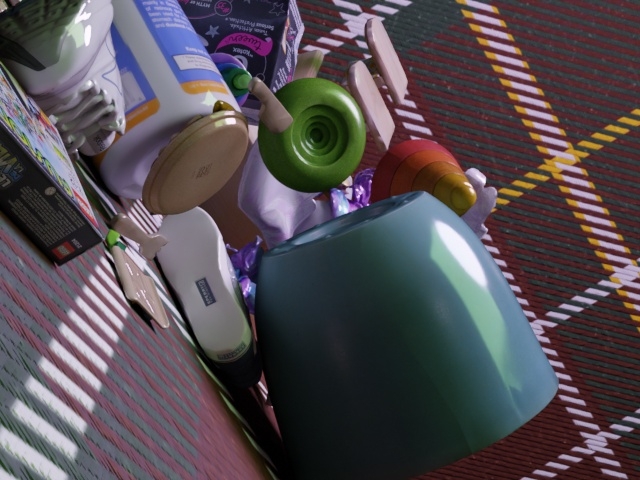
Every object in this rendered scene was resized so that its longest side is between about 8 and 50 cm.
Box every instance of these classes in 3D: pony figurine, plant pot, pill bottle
[{"bbox_3d":[0.000,0.000,1.550,0.303,0.351,0.363,27,10,-15],"label":"pony figurine"},{"bbox_3d":[0.067,0.087,1.286,0.293,0.293,0.235,-118,-173,-84],"label":"plant pot"},{"bbox_3d":[-0.201,-0.190,1.241,0.272,0.152,0.152,60,0,19],"label":"pill bottle"}]

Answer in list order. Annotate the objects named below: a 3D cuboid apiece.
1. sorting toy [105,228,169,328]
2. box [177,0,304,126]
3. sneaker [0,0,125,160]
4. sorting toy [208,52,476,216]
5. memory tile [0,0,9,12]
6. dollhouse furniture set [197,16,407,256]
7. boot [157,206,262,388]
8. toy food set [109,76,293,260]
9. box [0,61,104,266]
[{"bbox_3d":[-0.152,0.030,1.016,0.062,0.012,0.083,51,11,-54],"label":"sorting toy"},{"bbox_3d":[-0.158,-0.229,1.480,0.163,0.247,0.142,59,44,-82],"label":"box"},{"bbox_3d":[-0.191,-0.128,0.966,0.297,0.111,0.129,-134,-161,-80],"label":"sneaker"},{"bbox_3d":[0.032,-0.101,1.337,0.365,0.127,0.126,26,-5,-23],"label":"sorting toy"},{"bbox_3d":[-0.311,-0.238,1.133,0.148,0.012,0.113,60,1,11],"label":"memory tile"},{"bbox_3d":[-0.101,-0.204,1.958,0.256,0.362,0.394,61,29,-32],"label":"dollhouse furniture set"},{"bbox_3d":[-0.110,0.058,1.251,0.086,0.069,0.190,71,-1,-54],"label":"boot"},{"bbox_3d":[-0.118,-0.074,1.144,0.038,0.192,0.132,45,-2,20],"label":"toy food set"},{"bbox_3d":[-0.206,-0.081,0.750,0.114,0.036,0.207,60,0,35],"label":"box"}]
